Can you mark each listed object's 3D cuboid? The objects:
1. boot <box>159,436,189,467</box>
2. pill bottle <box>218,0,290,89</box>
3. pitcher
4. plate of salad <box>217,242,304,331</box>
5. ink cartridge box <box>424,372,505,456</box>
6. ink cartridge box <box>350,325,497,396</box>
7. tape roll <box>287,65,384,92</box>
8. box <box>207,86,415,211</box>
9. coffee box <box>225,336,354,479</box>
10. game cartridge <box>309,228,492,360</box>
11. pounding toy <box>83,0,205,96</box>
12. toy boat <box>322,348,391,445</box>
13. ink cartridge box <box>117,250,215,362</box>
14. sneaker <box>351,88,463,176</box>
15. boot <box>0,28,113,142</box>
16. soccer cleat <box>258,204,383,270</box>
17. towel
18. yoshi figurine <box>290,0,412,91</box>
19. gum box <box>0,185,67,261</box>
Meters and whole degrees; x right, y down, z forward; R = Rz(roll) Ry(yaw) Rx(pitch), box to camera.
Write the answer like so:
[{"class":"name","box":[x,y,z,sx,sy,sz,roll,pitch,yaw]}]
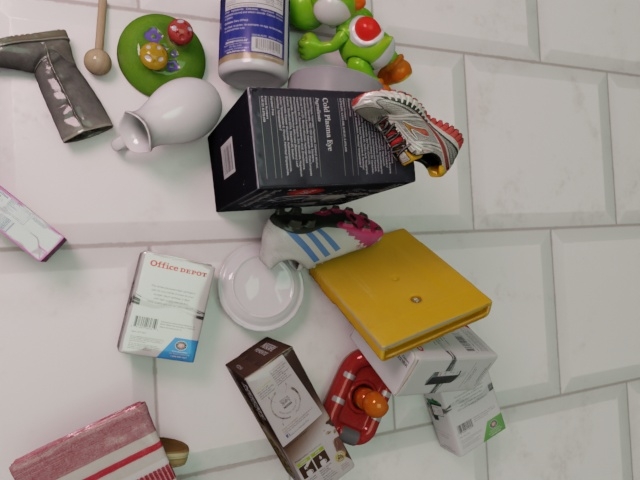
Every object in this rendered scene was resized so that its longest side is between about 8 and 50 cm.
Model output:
[{"class":"boot","box":[-0.389,0.504,1.007,0.262,0.095,0.203,-1,88,-22]},{"class":"pill bottle","box":[-0.142,-0.476,1.125,0.153,0.153,0.264,3,86,-23]},{"class":"pitcher","box":[-0.316,-0.245,1.053,0.207,0.178,0.125,-42,114,-39]},{"class":"plate of salad","box":[-0.133,0.104,1.162,0.200,0.048,0.199,5,75,-21]},{"class":"ink cartridge box","box":[0.364,0.412,1.337,0.160,0.093,0.219,-20,95,-23]},{"class":"ink cartridge box","box":[0.235,0.243,1.191,0.273,0.197,0.114,9,117,-37]},{"class":"tape roll","box":[0.032,-0.310,1.157,0.220,0.219,0.072,11,84,-23]},{"class":"box","box":[-0.035,-0.170,1.054,0.313,0.343,0.178,-6,89,-23]},{"class":"coffee box","box":[-0.069,0.371,1.113,0.119,0.168,0.297,-31,100,-21]},{"class":"game cartridge","box":[0.165,0.103,1.162,0.286,0.323,0.052,-17,127,-22]},{"class":"pounding toy","box":[-0.345,-0.400,1.058,0.237,0.110,0.182,11,83,-23]},{"class":"toy boat","box":[0.107,0.365,1.197,0.151,0.151,0.230,29,77,-20]},{"class":"ink cartridge box","box":[-0.316,0.134,1.060,0.148,0.086,0.202,15,81,-22]},{"class":"sneaker","box":[0.152,-0.187,0.903,0.226,0.088,0.092,26,77,-19]},{"class":"boot","box":[-0.533,-0.288,1.002,0.190,0.076,0.208,-22,103,-20]},{"class":"soccer cleat","box":[0.000,0.000,1.184,0.332,0.116,0.143,1,123,-41]},{"class":"towel","box":[-0.380,0.492,0.948,0.237,0.037,0.328,-22,98,-20]},{"class":"yoshi figurine","box":[0.045,-0.490,1.226,0.203,0.203,0.362,-31,120,19]},{"class":"gum box","box":[-0.566,-0.043,0.948,0.188,0.107,0.062,44,72,-16]}]
